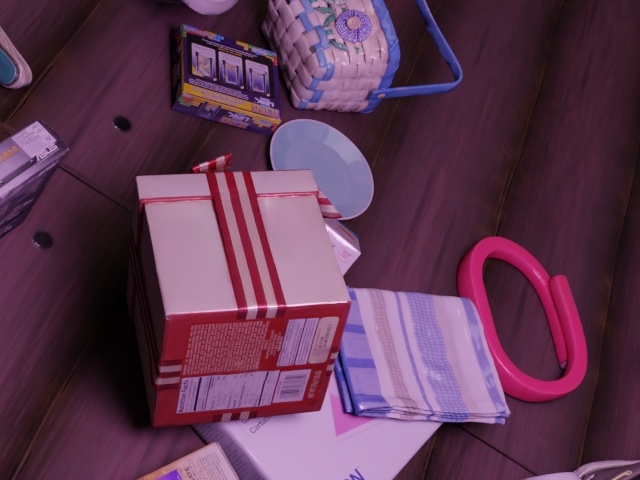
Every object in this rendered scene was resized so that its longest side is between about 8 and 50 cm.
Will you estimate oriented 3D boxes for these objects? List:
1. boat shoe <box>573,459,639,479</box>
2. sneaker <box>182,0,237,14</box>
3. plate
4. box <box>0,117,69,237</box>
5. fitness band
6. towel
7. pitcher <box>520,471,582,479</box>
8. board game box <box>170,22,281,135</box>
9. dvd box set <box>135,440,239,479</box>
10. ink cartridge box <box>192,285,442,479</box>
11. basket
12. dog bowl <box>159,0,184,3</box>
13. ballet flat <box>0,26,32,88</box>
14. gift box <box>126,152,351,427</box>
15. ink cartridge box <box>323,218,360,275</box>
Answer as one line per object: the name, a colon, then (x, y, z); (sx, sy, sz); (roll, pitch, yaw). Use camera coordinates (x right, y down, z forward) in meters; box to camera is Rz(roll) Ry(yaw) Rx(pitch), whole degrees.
boat shoe: (0.526, 0.366, 1.737); (0.305, 0.091, 0.109); (-9, 101, -11)
sneaker: (-0.119, -0.493, 1.782); (0.135, 0.150, 0.366); (33, 47, -11)
plate: (-0.001, -0.108, 1.827); (0.188, 0.024, 0.188); (18, 50, -24)
box: (-0.419, -0.029, 1.373); (0.056, 0.183, 0.231); (46, 46, -1)
fitness band: (0.323, 0.125, 1.876); (0.209, 0.054, 0.290); (7, 56, -28)
towel: (0.135, 0.159, 1.646); (0.285, 0.034, 0.209); (8, 54, -34)
pitcher: (0.355, 0.437, 1.641); (0.178, 0.125, 0.207); (9, 65, -44)
board game box: (-0.148, -0.249, 1.806); (0.170, 0.048, 0.141); (14, 55, -27)
dvd box set: (-0.211, 0.438, 1.280); (0.420, 0.062, 0.307); (-21, 74, -42)
ink cartridge box: (-0.017, 0.203, 1.572); (0.330, 0.071, 0.324); (49, 46, 2)
basket: (0.070, -0.335, 1.908); (0.289, 0.201, 0.254); (-14, 68, -29)
dog bowl: (-0.264, -0.535, 1.885); (0.349, 0.102, 0.348); (18, 51, -24)
ballet flat: (-0.461, -0.279, 1.617); (0.168, 0.057, 0.052); (57, 19, 6)
gift box: (-0.097, 0.064, 1.448); (0.276, 0.255, 0.258); (-1, 47, -21)
ink cartridge box: (0.000, 0.000, 1.660); (0.104, 0.061, 0.181); (38, 8, -6)
